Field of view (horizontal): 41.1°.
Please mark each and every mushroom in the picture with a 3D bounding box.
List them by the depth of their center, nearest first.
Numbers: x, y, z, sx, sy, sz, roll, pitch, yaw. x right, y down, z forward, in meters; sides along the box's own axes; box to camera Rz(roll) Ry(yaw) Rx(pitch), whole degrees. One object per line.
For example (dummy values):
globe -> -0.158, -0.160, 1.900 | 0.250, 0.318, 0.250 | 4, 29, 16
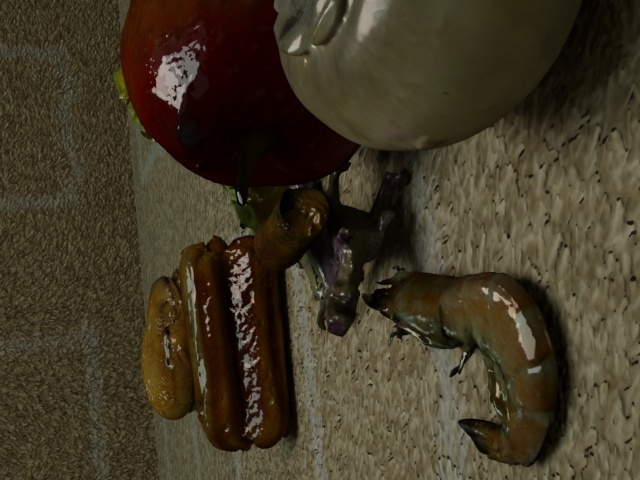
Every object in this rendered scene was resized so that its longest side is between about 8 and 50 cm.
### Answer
mushroom -> 0.007, -0.215, 0.616 | 0.314, 0.336, 0.314 | -177, 90, -77

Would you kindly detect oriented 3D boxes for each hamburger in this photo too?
hamburger -> -0.266, 0.199, 1.715 | 0.314, 0.170, 0.290 | 108, 149, -44

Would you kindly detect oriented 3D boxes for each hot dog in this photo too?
hot dog -> -0.132, 0.161, 1.364 | 0.117, 0.158, 0.349 | 109, 153, -87

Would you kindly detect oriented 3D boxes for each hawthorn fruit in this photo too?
hawthorn fruit -> -0.071, -0.165, 0.870 | 0.285, 0.284, 0.369 | 108, 163, -46

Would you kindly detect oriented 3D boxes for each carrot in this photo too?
carrot -> -0.036, -0.011, 0.979 | 0.260, 0.070, 0.070 | 140, 125, -78

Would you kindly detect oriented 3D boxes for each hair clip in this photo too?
hair clip -> -0.008, 0.001, 1.118 | 0.146, 0.056, 0.187 | 107, 151, -60

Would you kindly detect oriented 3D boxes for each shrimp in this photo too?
shrimp -> 0.119, 0.107, 0.776 | 0.296, 0.058, 0.169 | -176, 80, -67

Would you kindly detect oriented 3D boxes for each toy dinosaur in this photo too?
toy dinosaur -> 0.024, 0.013, 0.939 | 0.251, 0.072, 0.200 | -170, 93, -76

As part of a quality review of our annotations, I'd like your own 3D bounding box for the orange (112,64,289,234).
orange -> -0.147, -0.154, 1.225 | 0.262, 0.196, 0.334 | 56, 174, 33
